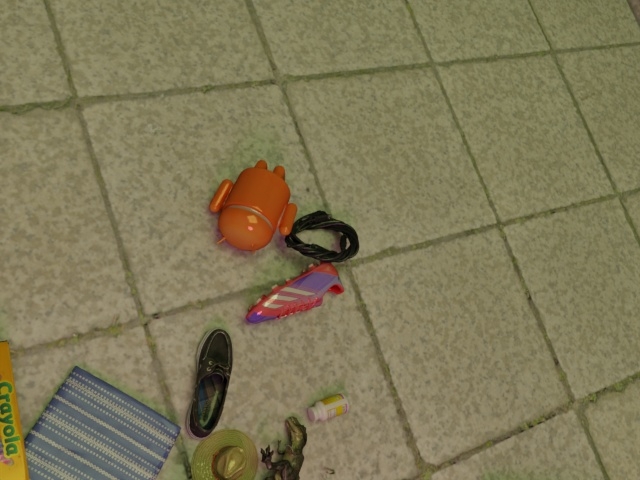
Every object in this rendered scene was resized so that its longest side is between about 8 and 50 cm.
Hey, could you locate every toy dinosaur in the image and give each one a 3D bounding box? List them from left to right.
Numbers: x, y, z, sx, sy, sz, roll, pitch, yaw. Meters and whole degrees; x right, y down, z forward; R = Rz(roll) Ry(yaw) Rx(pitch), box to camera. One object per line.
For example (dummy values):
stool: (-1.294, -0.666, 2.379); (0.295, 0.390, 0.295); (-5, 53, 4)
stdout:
toy dinosaur: (-0.085, 0.469, 1.431); (0.118, 0.064, 0.268); (33, 58, -39)

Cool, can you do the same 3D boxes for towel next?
towel: (-0.430, 0.427, 1.304); (0.243, 0.040, 0.336); (33, 58, -9)

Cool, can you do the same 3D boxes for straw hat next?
straw hat: (-0.175, 0.431, 1.410); (0.145, 0.061, 0.144); (10, 66, -24)

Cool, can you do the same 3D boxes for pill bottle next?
pill bottle: (0.016, 0.356, 1.546); (0.083, 0.043, 0.043); (-13, 76, -30)

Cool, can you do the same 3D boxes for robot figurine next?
robot figurine: (-0.146, -0.070, 1.587); (0.158, 0.128, 0.219); (38, 56, -26)

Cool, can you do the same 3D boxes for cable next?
cable: (0.000, 0.000, 1.651); (0.184, 0.047, 0.150); (-21, 57, -45)

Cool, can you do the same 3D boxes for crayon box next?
crayon box: (-0.587, 0.322, 1.214); (0.165, 0.081, 0.278); (-9, 68, -25)

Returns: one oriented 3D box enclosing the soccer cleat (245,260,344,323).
soccer cleat: (-0.051, 0.125, 1.584); (0.248, 0.083, 0.095); (-32, 84, -36)

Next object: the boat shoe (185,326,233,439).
boat shoe: (-0.214, 0.276, 1.442); (0.080, 0.076, 0.228); (22, 62, -18)
